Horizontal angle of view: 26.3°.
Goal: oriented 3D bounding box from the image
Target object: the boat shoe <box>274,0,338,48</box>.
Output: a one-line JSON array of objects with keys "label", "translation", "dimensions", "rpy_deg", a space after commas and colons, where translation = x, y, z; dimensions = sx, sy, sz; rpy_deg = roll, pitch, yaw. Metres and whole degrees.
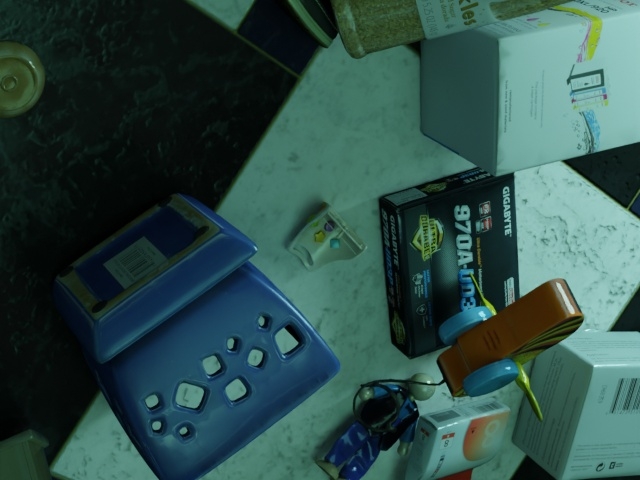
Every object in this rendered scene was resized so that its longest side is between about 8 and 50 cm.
[{"label": "boat shoe", "translation": [-0.038, -0.307, 1.487], "dimensions": [0.073, 0.080, 0.223], "rpy_deg": [-42, 120, -1]}]

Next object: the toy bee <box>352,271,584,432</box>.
[{"label": "toy bee", "translation": [0.203, 0.136, 1.719], "dimensions": [0.162, 0.298, 0.195], "rpy_deg": [15, 68, -60]}]

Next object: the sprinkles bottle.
[{"label": "sprinkles bottle", "translation": [0.189, -0.297, 1.499], "dimensions": [0.355, 0.121, 0.121], "rpy_deg": [-13, 121, 10]}]

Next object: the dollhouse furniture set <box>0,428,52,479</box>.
[{"label": "dollhouse furniture set", "translation": [-0.354, 0.390, 1.619], "dimensions": [0.286, 0.198, 0.303], "rpy_deg": [-24, 155, 6]}]

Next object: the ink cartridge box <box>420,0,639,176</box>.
[{"label": "ink cartridge box", "translation": [0.262, -0.201, 1.641], "dimensions": [0.233, 0.171, 0.168], "rpy_deg": [-14, 117, -24]}]

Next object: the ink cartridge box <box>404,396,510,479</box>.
[{"label": "ink cartridge box", "translation": [0.180, 0.311, 1.870], "dimensions": [0.145, 0.045, 0.179], "rpy_deg": [-8, 115, -39]}]

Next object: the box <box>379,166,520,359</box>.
[{"label": "box", "translation": [0.169, 0.026, 1.758], "dimensions": [0.175, 0.051, 0.220], "rpy_deg": [-17, 118, -21]}]

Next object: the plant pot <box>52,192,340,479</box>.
[{"label": "plant pot", "translation": [-0.152, 0.093, 1.506], "dimensions": [0.236, 0.236, 0.212], "rpy_deg": [-35, 118, -11]}]

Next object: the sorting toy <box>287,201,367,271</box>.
[{"label": "sorting toy", "translation": [0.000, 0.000, 1.663], "dimensions": [0.075, 0.045, 0.083], "rpy_deg": [-42, 125, 2]}]

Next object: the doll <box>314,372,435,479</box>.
[{"label": "doll", "translation": [0.081, 0.248, 1.808], "dimensions": [0.189, 0.046, 0.129], "rpy_deg": [-47, 124, -11]}]

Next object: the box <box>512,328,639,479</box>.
[{"label": "box", "translation": [0.392, 0.230, 1.926], "dimensions": [0.181, 0.119, 0.181], "rpy_deg": [2, 110, -30]}]

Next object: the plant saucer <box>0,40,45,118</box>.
[{"label": "plant saucer", "translation": [-0.326, -0.166, 1.427], "dimensions": [0.083, 0.015, 0.083], "rpy_deg": [-11, 115, -24]}]
